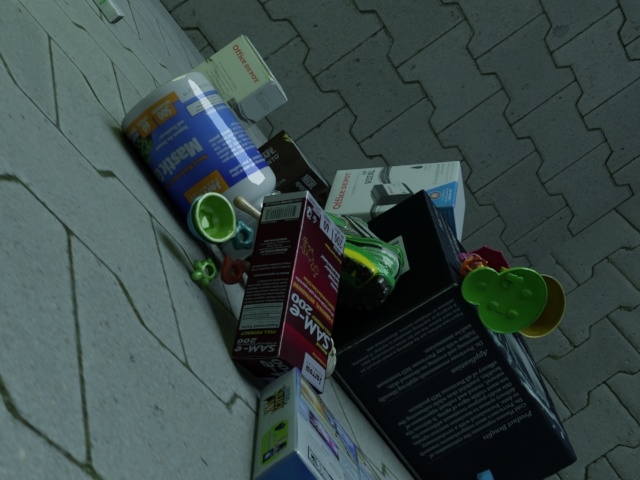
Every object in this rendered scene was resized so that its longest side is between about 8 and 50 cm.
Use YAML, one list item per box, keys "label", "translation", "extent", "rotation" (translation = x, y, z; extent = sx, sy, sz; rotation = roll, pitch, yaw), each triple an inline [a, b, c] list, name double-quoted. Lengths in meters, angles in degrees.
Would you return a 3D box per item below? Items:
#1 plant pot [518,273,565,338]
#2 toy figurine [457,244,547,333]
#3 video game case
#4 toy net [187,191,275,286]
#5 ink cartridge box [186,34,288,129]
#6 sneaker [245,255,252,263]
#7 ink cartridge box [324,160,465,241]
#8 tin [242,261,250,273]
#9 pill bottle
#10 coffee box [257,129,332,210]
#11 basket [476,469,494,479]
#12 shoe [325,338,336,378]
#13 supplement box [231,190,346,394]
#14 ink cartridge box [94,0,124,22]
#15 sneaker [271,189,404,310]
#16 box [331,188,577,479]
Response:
- label: "plant pot"
  translation: [0.430, 0.129, 1.989]
  extent: [0.134, 0.134, 0.095]
  rotation: [53, -12, -20]
- label: "toy figurine"
  translation: [0.295, 0.065, 1.698]
  extent: [0.173, 0.130, 0.159]
  rotation: [23, 17, -25]
- label: "video game case"
  translation: [0.027, 0.300, 1.070]
  extent: [0.269, 0.061, 0.244]
  rotation: [54, 6, -11]
- label: "toy net"
  translation: [-0.089, -0.009, 1.312]
  extent: [0.232, 0.045, 0.122]
  rotation: [-10, 84, -47]
- label: "ink cartridge box"
  translation: [-0.202, -0.306, 2.001]
  extent: [0.159, 0.218, 0.092]
  rotation: [58, 6, 32]
- label: "sneaker"
  translation: [-0.131, -0.013, 1.553]
  extent: [0.215, 0.083, 0.084]
  rotation: [61, 7, 29]
- label: "ink cartridge box"
  translation: [0.177, -0.074, 2.240]
  extent: [0.223, 0.307, 0.129]
  rotation: [-72, 154, -55]
- label: "tin"
  translation: [-0.098, 0.051, 1.685]
  extent: [0.106, 0.040, 0.190]
  rotation: [50, 5, -9]
- label: "pill bottle"
  translation: [-0.163, -0.103, 1.425]
  extent: [0.272, 0.152, 0.152]
  rotation: [55, 5, 0]
- label: "coffee box"
  translation: [-0.081, -0.129, 2.263]
  extent: [0.119, 0.168, 0.297]
  rotation: [56, 5, 18]
- label: "basket"
  translation: [0.315, 0.519, 1.506]
  extent: [0.289, 0.201, 0.255]
  rotation: [65, 7, 6]
- label: "shoe"
  translation: [0.000, 0.186, 1.573]
  extent: [0.077, 0.058, 0.219]
  rotation: [56, 5, 12]
- label: "supplement box"
  translation: [-0.037, 0.070, 1.252]
  extent: [0.130, 0.073, 0.239]
  rotation: [48, 44, -50]
- label: "ink cartridge box"
  translation: [-0.464, -0.514, 2.005]
  extent: [0.115, 0.029, 0.063]
  rotation: [53, 6, -10]
- label: "sneaker"
  translation: [0.000, 0.000, 1.799]
  extent: [0.343, 0.134, 0.146]
  rotation: [32, 41, 13]
- label: "box"
  translation: [0.242, 0.224, 1.966]
  extent: [0.472, 0.297, 0.480]
  rotation: [55, 12, -21]
